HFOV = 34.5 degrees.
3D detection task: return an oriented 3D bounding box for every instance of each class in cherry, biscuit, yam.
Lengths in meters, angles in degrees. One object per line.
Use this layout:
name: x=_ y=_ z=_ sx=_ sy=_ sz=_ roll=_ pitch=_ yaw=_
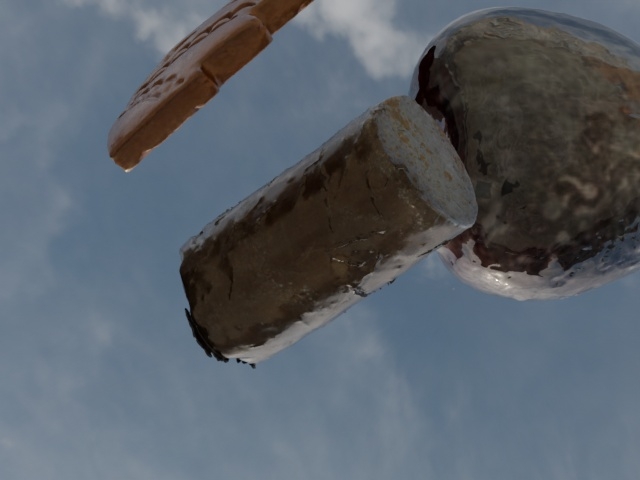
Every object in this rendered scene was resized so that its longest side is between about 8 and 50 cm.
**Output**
cherry: x=0.188 y=-0.075 z=0.890 sx=0.296 sy=0.218 sz=0.255 roll=-2 pitch=-121 yaw=-14
biscuit: x=-0.124 y=-0.179 z=1.041 sx=0.284 sy=0.306 sz=0.043 roll=-20 pitch=-62 yaw=45
yam: x=-0.001 y=-0.002 z=0.496 sx=0.141 sy=0.079 sz=0.079 roll=-33 pitch=-97 yaw=26
